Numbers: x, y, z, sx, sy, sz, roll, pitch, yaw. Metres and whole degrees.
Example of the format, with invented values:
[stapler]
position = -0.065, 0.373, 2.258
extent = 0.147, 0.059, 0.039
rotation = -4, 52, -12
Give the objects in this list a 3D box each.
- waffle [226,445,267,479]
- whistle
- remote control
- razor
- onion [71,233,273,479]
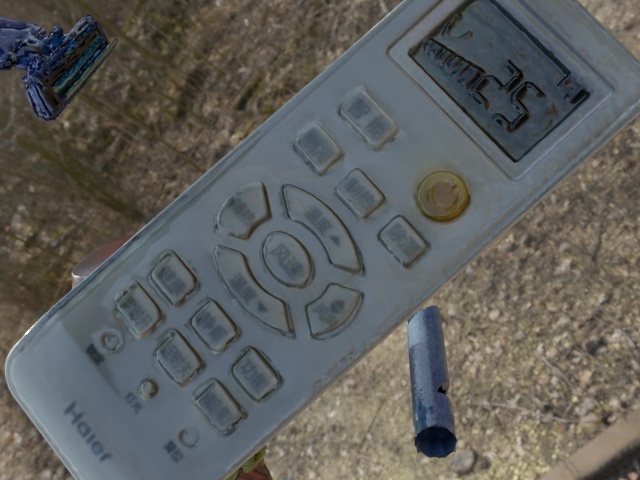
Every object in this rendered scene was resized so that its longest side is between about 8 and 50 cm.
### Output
[waffle]
position = -0.146, 0.166, 0.743
extent = 0.214, 0.207, 0.054
rotation = -52, 1, -38
[whistle]
position = 0.161, 0.191, 1.092
extent = 0.062, 0.062, 0.304
rotation = -44, 18, 24
[remote control]
position = 0.000, 0.000, 0.343
extent = 0.313, 0.109, 0.055
rotation = -41, -11, 0
[razor]
position = -0.258, -0.199, 0.399
extent = 0.056, 0.324, 0.093
rotation = -27, 31, 29
[onion]
position = -0.157, 0.181, 1.057
extent = 0.398, 0.398, 0.421
rotation = 13, 109, 63
